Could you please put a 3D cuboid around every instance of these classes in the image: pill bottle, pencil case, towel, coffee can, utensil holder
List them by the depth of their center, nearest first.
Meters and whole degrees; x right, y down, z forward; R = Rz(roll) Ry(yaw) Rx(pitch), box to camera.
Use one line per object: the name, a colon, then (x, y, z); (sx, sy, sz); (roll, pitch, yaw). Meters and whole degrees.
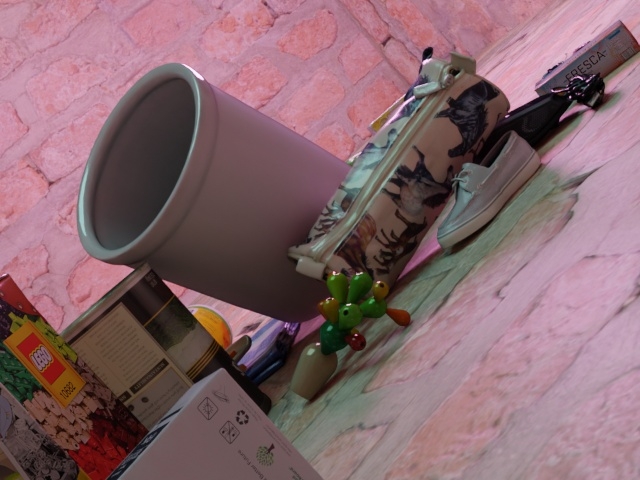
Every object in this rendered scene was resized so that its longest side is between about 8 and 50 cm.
coffee can: (-0.235, 0.197, 1.394); (0.201, 0.275, 0.201); (-40, 7, 6)
pencil case: (0.117, -0.090, 1.475); (0.410, 0.160, 0.183); (-55, -35, -7)
utensil holder: (-0.146, -0.061, 1.599); (0.328, 0.385, 0.327); (-27, 51, 39)
towel: (-0.125, 0.214, 1.717); (0.209, 0.034, 0.285); (-40, 7, 13)
pill bottle: (-0.276, 0.236, 1.961); (0.136, 0.136, 0.245); (-38, 7, 23)

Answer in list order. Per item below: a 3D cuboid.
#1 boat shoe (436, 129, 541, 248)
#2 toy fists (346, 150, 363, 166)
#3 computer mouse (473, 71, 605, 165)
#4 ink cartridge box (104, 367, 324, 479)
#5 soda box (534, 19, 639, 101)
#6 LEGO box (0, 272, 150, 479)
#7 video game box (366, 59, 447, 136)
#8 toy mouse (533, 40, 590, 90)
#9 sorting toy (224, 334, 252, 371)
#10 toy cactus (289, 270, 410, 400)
boat shoe: (0.232, -0.079, 1.426); (0.227, 0.081, 0.079); (-44, 7, -27)
toy fists: (0.142, -0.147, 2.099); (0.096, 0.142, 0.279); (-43, 8, -20)
computer mouse: (0.341, -0.183, 1.595); (0.272, 0.072, 0.188); (-26, 8, 12)
ink cartridge box: (-0.134, 0.273, 0.823); (0.065, 0.165, 0.332); (-34, 8, 43)
soda box: (0.463, -0.302, 1.691); (0.183, 0.058, 0.063); (-37, 8, 22)
LEGO box: (-0.415, 0.343, 1.041); (0.500, 0.372, 0.193); (-40, 7, 9)
video game box: (0.225, -0.217, 1.905); (0.205, 0.187, 0.048); (-41, 7, -7)
toy mouse: (0.494, -0.348, 1.923); (0.161, 0.031, 0.143); (-38, 8, 19)
sorting toy: (-0.210, 0.251, 1.663); (0.196, 0.047, 0.348); (-54, 9, -35)
toy cactus: (0.025, 0.127, 1.275); (0.180, 0.112, 0.219); (-60, 11, -3)
